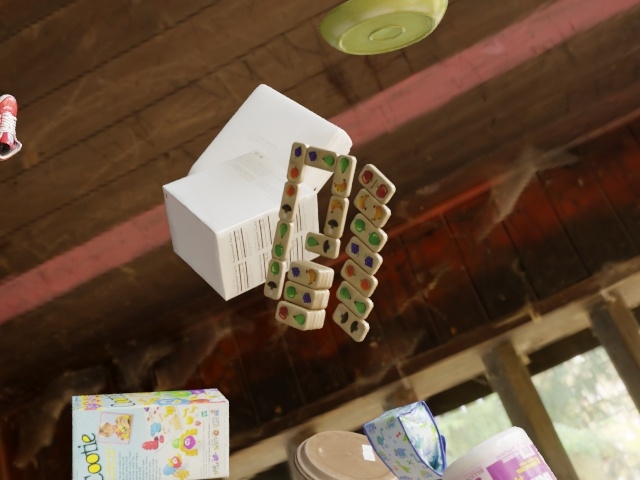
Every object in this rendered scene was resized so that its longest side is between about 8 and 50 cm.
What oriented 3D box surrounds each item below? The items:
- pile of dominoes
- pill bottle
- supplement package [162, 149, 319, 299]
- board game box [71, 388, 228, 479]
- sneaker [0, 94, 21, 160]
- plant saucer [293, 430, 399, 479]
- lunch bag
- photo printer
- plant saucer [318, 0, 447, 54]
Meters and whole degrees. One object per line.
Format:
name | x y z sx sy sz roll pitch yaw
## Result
pile of dominoes | 0.000 0.000 1.228 0.040 0.196 0.251 1 -77 -50
pill bottle | 0.347 0.479 1.468 0.169 0.301 0.169 -27 -24 -13
supplement package | -0.140 -0.033 1.584 0.203 0.194 0.149 -25 -49 -27
board game box | -0.317 0.361 1.636 0.275 0.144 0.142 0 1 -16
sneaker | -0.497 -0.177 1.398 0.067 0.118 0.042 1 -19 42
plant saucer | 0.074 0.531 2.112 0.278 0.278 0.041 2 -71 -33
lunch bag | 0.177 0.406 1.745 0.096 0.151 0.129 -21 -7 -36
photo printer | -0.121 -0.151 1.861 0.307 0.256 0.107 -51 -27 -8
plant saucer | 0.117 -0.392 1.617 0.241 0.037 0.241 -11 -8 -2
